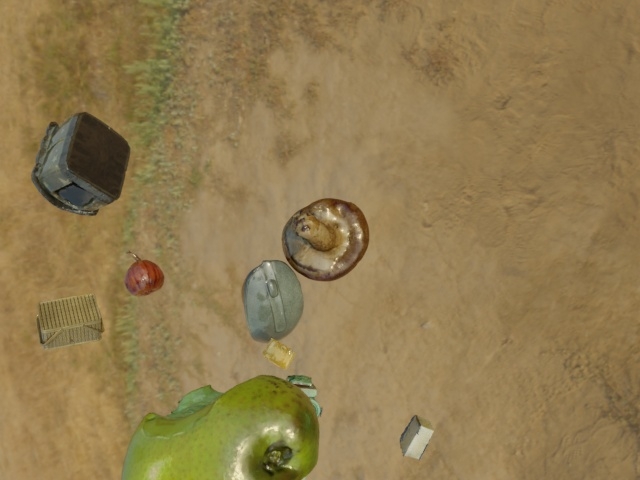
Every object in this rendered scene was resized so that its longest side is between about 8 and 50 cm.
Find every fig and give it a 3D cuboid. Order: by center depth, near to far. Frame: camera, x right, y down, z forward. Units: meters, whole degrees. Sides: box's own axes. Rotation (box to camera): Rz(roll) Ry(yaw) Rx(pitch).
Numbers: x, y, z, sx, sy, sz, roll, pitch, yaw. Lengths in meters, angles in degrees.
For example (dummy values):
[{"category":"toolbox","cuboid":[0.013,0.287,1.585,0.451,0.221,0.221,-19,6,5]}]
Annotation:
[{"category":"fig","cuboid":[-0.586,0.120,1.987,0.150,0.128,0.128,30,120,23]}]

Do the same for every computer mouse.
[{"category":"computer mouse","cuboid":[-0.152,0.222,1.992,0.374,0.203,0.114,85,160,-45]}]

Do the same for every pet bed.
[{"category":"pet bed","cuboid":[-0.584,-0.178,1.466,0.159,0.183,0.211,-21,52,27]}]

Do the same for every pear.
[{"category":"pear","cuboid":[-0.140,0.314,0.948,0.282,0.286,0.176,-24,90,32]}]

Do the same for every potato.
[{"category":"potato","cuboid":[0.295,0.603,1.868,0.086,0.061,0.122,-103,36,-72]}]

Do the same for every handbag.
[{"category":"handbag","cuboid":[-0.117,0.321,1.723,0.083,0.061,0.027,36,166,-15]}]

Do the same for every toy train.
[{"category":"toy train","cuboid":[-0.093,0.555,1.782,0.129,0.159,0.326,-149,65,-75]}]

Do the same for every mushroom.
[{"category":"mushroom","cuboid":[0.000,0.008,1.859,0.267,0.254,0.267,18,123,30]}]

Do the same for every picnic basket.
[{"category":"picnic basket","cuboid":[-0.671,0.216,1.633,0.115,0.164,0.079,54,144,42]}]
